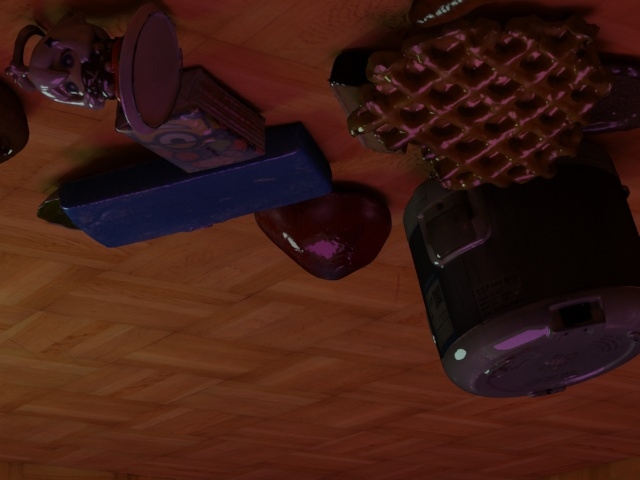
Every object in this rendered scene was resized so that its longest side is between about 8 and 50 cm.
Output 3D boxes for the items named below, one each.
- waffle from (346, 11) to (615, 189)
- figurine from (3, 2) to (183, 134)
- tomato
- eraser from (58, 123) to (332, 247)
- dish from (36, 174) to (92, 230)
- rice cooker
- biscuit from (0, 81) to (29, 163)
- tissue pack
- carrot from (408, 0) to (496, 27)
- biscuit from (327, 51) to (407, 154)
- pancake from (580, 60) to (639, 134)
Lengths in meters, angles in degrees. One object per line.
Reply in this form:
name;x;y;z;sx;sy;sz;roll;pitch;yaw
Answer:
waffle;0.166;-0.136;1.544;0.291;0.051;0.291;-7;143;-5
figurine;-0.227;-0.174;1.468;0.153;0.132;0.132;6;163;18
tomato;0.000;0.000;1.970;0.189;0.099;0.173;-11;160;31
eraser;-0.149;-0.062;1.809;0.311;0.043;0.144;-13;157;11
dish;-0.303;-0.056;1.895;0.091;0.039;0.137;16;152;-23
rice cooker;0.246;0.028;1.785;0.288;0.277;0.288;-13;157;-6
biscuit;-0.515;-0.125;1.658;0.367;0.063;0.314;-14;158;36
tissue pack;-0.142;-0.129;1.653;0.108;0.060;0.148;-9;158;26
carrot;0.141;-0.238;1.370;0.061;0.061;0.209;9;163;-26
biscuit;0.055;-0.147;1.623;0.056;0.052;0.188;5;161;17
pancake;0.298;-0.156;1.649;0.199;0.021;0.199;1;162;0
